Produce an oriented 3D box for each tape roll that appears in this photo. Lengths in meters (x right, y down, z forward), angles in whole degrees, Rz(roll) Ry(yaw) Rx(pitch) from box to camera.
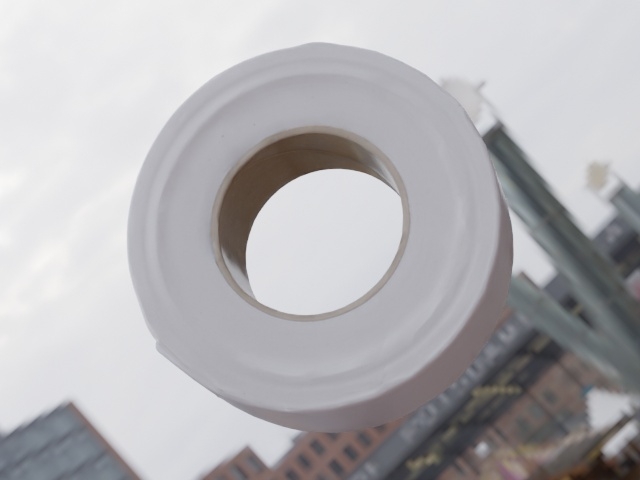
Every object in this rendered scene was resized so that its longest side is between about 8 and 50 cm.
[{"bbox_3d":[0.000,0.000,1.311,0.286,0.286,0.100,-43,-18,-2],"label":"tape roll"}]
